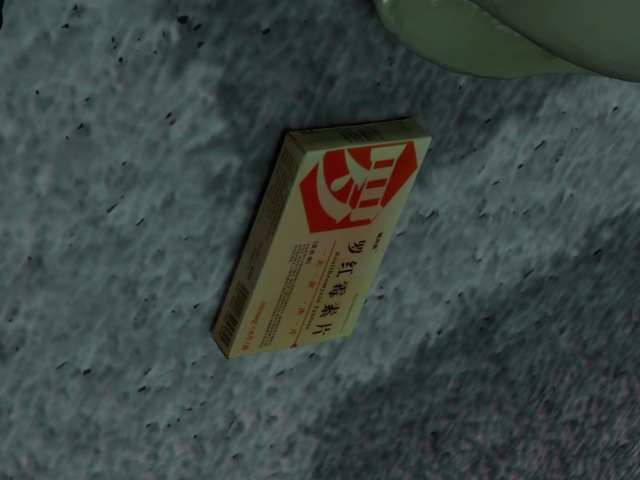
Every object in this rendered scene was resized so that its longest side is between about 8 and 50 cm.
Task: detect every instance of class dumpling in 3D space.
[{"bbox_3d":[0.100,-0.085,0.603,0.169,0.100,0.134,-16,154,-27],"label":"dumpling"}]

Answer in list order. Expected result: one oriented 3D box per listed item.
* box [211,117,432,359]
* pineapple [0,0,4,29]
[{"bbox_3d":[0.000,0.000,0.668,0.058,0.015,0.093,-10,135,-38],"label":"box"},{"bbox_3d":[-0.046,-0.123,0.408,0.248,0.128,0.128,-44,145,11],"label":"pineapple"}]
